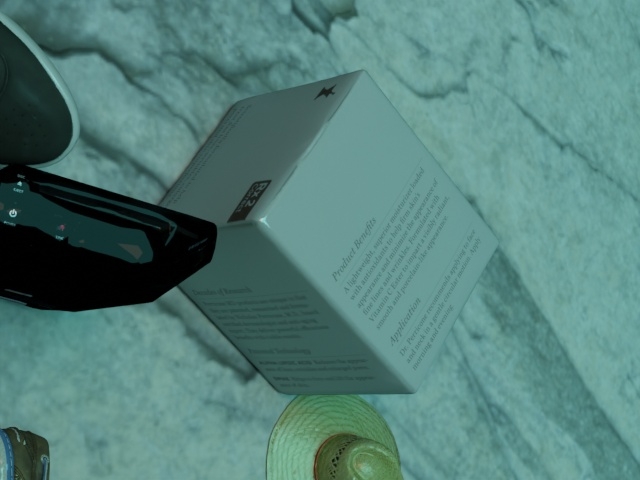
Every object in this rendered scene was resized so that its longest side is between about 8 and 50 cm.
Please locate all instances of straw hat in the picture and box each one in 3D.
[{"bbox_3d":[0.030,0.183,1.079,0.144,0.061,0.144,6,80,-40],"label":"straw hat"}]

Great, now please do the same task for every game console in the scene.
[{"bbox_3d":[-0.253,-0.024,0.779,0.361,0.213,0.044,17,74,-26],"label":"game console"}]

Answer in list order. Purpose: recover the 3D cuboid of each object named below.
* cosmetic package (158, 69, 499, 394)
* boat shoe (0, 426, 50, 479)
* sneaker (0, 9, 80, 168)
[{"bbox_3d":[0.000,0.000,1.016,0.183,0.151,0.151,50,56,-25],"label":"cosmetic package"},{"bbox_3d":[-0.193,0.210,0.884,0.066,0.066,0.183,5,82,-41],"label":"boat shoe"},{"bbox_3d":[-0.262,-0.111,0.795,0.296,0.147,0.104,36,101,-27],"label":"sneaker"}]
